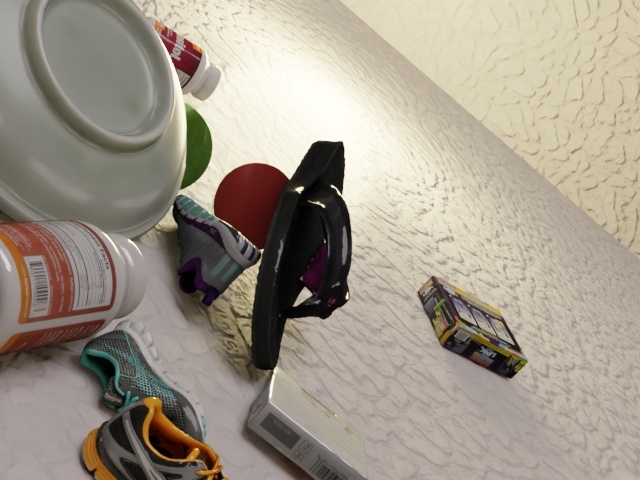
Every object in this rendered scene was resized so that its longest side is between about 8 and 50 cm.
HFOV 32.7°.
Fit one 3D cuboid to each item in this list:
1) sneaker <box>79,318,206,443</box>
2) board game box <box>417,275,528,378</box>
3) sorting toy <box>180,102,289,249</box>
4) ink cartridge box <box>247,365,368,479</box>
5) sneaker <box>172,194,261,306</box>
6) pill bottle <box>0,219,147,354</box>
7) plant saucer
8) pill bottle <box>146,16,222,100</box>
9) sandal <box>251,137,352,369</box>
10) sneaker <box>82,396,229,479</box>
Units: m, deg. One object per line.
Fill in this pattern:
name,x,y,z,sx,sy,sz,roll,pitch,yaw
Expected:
sneaker,-0.179,0.155,1.077,0.076,0.065,0.166,-15,55,-46
board game box,0.256,0.147,1.846,0.170,0.048,0.141,28,23,-30
sorting toy,-0.203,-0.117,1.535,0.365,0.127,0.126,34,-7,-12
ink cartridge box,-0.015,0.220,1.269,0.145,0.045,0.179,39,3,-5
sneaker,-0.159,0.010,1.365,0.083,0.098,0.224,42,-6,-27
pill bottle,-0.266,0.041,1.041,0.121,0.121,0.216,48,21,17
plant saucer,-0.280,-0.193,1.284,0.400,0.100,0.400,30,50,-43
pill bottle,-0.241,-0.294,1.787,0.152,0.086,0.086,29,24,-30
sandal,0.000,-0.003,1.418,0.107,0.167,0.446,7,35,10
sneaker,-0.115,0.231,0.988,0.215,0.083,0.084,41,19,-5
